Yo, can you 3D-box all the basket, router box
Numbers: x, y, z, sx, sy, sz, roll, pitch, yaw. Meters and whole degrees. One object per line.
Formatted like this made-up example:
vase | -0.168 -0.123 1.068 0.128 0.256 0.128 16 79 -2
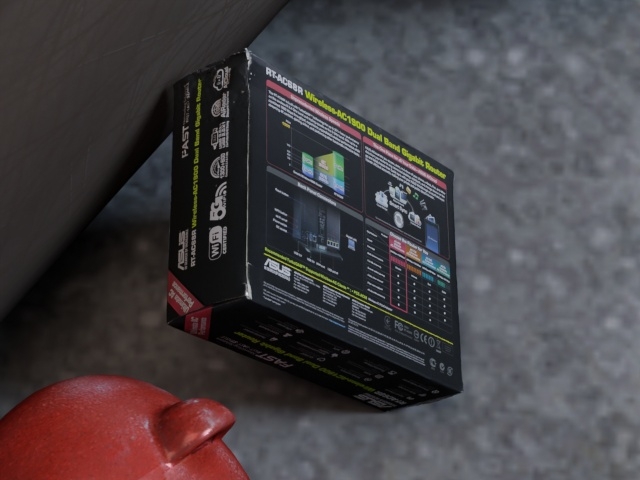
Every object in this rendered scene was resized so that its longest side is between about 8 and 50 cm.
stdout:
basket | -0.135 -0.056 0.617 0.154 0.204 0.227 34 82 17
router box | 0.000 0.000 0.606 0.038 0.122 0.092 -19 59 35

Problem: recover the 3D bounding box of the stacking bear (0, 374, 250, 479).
stacking bear | -0.139 0.153 0.536 0.289 0.175 0.164 -36 74 -21
